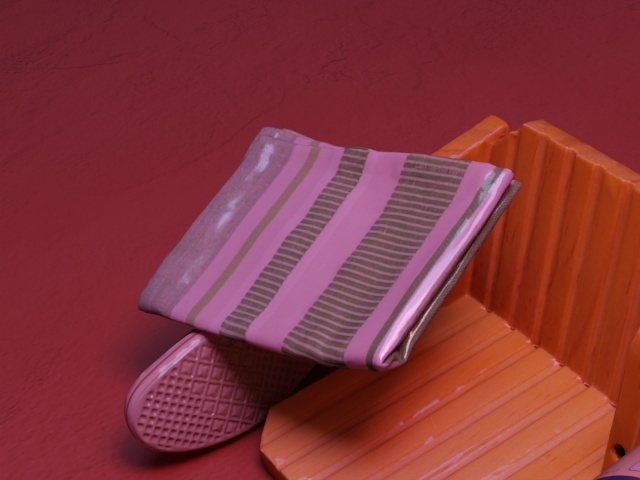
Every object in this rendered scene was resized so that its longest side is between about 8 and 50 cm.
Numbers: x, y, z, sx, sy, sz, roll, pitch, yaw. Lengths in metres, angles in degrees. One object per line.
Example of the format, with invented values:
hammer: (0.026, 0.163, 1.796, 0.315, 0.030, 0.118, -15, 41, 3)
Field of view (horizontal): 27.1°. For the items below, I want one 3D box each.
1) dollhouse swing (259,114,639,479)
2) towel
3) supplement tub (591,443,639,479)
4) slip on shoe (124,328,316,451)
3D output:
dollhouse swing: (0.134, 0.097, 1.203, 0.305, 0.315, 0.347, -14, 34, -30)
towel: (0.000, 0.000, 1.259, 0.325, 0.038, 0.248, 13, 59, 41)
supplement tub: (0.348, 0.222, 1.007, 0.325, 0.235, 0.235, -30, 41, -29)
slip on shoe: (-0.076, 0.104, 1.359, 0.101, 0.123, 0.331, 5, 34, 45)
